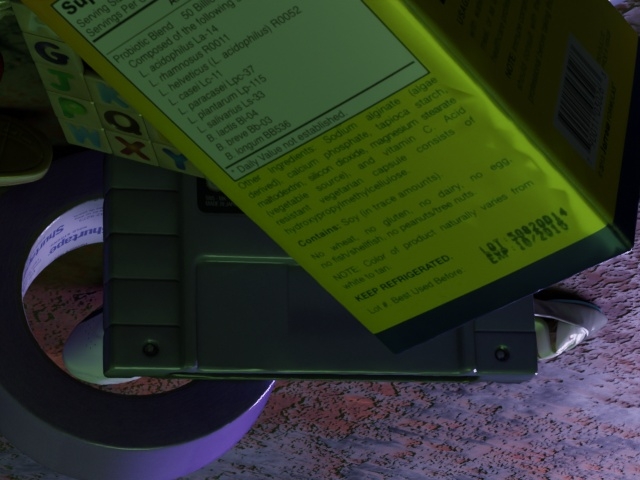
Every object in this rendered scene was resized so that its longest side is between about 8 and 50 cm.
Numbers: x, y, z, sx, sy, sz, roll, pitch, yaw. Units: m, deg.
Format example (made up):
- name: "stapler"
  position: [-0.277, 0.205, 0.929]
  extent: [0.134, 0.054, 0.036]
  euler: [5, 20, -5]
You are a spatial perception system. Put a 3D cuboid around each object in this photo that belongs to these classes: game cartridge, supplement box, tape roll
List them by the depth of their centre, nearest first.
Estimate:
- name: "supplement box"
  position: [0.023, -0.134, 1.108]
  extent: [0.194, 0.195, 0.356]
  euler: [-26, 122, 35]
- name: "game cartridge"
  position: [0.000, 0.000, 1.463]
  extent: [0.355, 0.230, 0.068]
  euler: [1, 169, -14]
- name: "tape roll"
  position: [-0.162, 0.061, 1.500]
  extent: [0.274, 0.275, 0.090]
  euler: [1, 152, -12]

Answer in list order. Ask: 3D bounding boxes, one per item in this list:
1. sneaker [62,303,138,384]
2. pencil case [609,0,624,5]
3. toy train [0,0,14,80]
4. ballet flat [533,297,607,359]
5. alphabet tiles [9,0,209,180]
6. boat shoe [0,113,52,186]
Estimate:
- name: "sneaker"
  position: [-0.177, 0.051, 1.680]
  extent: [0.235, 0.094, 0.153]
  euler: [-19, 148, 25]
- name: "pencil case"
  position: [0.190, -0.211, 1.216]
  extent: [0.273, 0.113, 0.124]
  euler: [-21, 179, 26]
- name: "toy train"
  position: [-0.282, -0.096, 1.316]
  extent: [0.105, 0.143, 0.248]
  euler: [18, 145, -39]
- name: "ballet flat"
  position: [0.217, 0.091, 1.855]
  extent: [0.213, 0.068, 0.072]
  euler: [16, 146, -36]
- name: "alphabet tiles"
  position: [-0.097, -0.095, 1.311]
  extent: [0.237, 0.009, 0.198]
  euler: [15, 155, 13]
- name: "boat shoe"
  position: [-0.301, -0.068, 1.465]
  extent: [0.170, 0.063, 0.059]
  euler: [5, 155, 1]
